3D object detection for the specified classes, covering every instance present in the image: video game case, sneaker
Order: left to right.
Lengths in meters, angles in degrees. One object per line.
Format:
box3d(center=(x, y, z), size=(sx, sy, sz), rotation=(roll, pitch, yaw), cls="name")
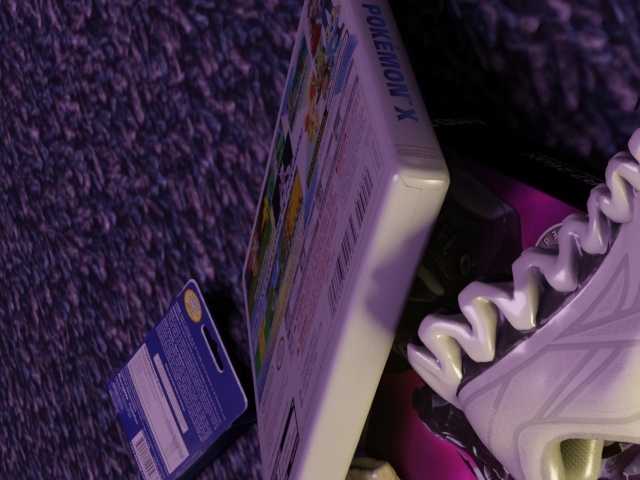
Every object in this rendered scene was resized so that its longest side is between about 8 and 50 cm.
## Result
box3d(center=(0.000, 0.000, 0.798), size=(0.300, 0.036, 0.329), rotation=(-101, 21, -50), cls="video game case")
box3d(center=(0.164, 0.020, 0.538), size=(0.292, 0.110, 0.118), rotation=(-50, 60, 41), cls="sneaker")

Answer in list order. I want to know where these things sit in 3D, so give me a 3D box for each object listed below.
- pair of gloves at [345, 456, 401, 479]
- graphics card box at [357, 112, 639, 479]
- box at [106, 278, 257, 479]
box3d(center=(0.051, 0.250, 0.853), size=(0.204, 0.042, 0.240), rotation=(59, 154, 4), cls="pair of gloves")
box3d(center=(0.160, 0.086, 0.691), size=(0.371, 0.094, 0.232), rotation=(34, 121, 45), cls="graphics card box")
box3d(center=(-0.129, 0.144, 1.117), size=(0.225, 0.037, 0.136), rotation=(-48, 60, 46), cls="box")
